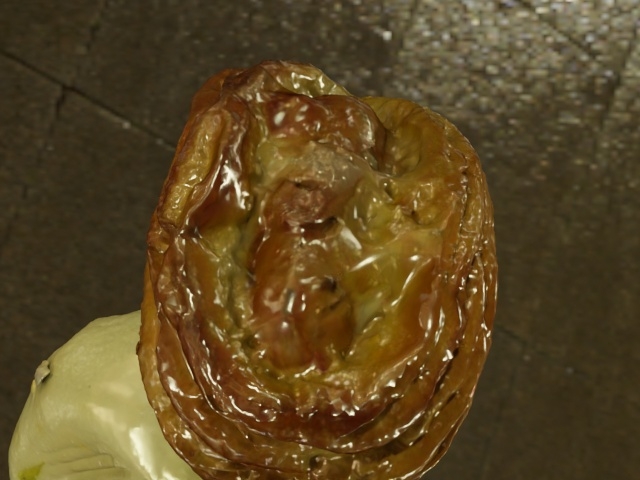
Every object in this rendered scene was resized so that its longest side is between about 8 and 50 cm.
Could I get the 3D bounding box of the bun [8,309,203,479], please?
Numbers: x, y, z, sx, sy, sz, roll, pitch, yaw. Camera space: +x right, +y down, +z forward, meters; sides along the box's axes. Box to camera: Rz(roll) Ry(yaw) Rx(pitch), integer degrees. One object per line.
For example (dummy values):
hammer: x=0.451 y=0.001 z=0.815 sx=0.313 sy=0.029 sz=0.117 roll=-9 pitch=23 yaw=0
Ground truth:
bun: x=-0.098 y=0.165 z=1.134 sx=0.160 sy=0.259 sz=0.259 roll=-41 pitch=119 yaw=-40

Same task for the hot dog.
hot dog: x=0.000 y=0.000 z=0.807 sx=0.175 sy=0.114 sz=0.259 roll=9 pitch=55 yaw=-5
